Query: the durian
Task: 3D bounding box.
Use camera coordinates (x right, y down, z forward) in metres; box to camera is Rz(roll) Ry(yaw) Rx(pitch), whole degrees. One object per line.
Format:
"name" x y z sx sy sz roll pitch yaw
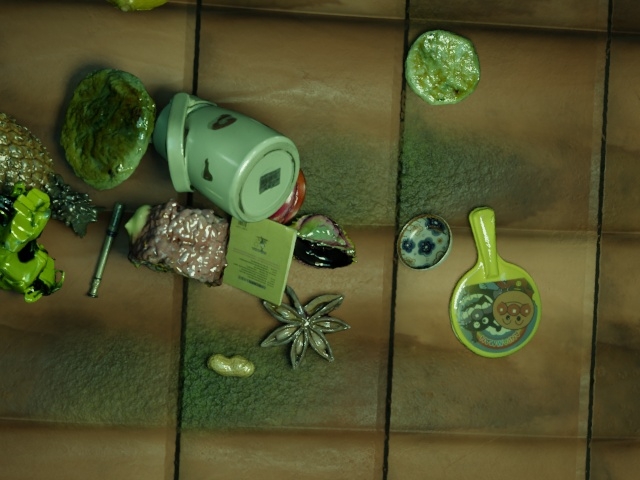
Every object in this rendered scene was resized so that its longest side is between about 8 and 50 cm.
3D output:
"durian" 0.001 -0.003 1.829 0.187 0.119 0.108 17 52 -6

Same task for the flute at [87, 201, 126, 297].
"flute" -0.504 0.022 1.822 0.027 0.027 0.232 17 90 -3

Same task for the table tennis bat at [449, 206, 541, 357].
"table tennis bat" 0.415 0.102 1.862 0.224 0.054 0.368 -8 94 -4

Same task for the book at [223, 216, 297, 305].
"book" -0.146 0.036 1.787 0.168 0.013 0.192 21 111 20

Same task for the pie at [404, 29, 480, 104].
"pie" 0.293 -0.412 1.857 0.187 0.041 0.186 0 90 -4

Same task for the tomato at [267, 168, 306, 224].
"tomato" -0.105 -0.117 1.813 0.189 0.099 0.173 30 104 32

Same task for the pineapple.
"pineapple" -0.661 -0.140 1.751 0.362 0.202 0.202 35 88 -21

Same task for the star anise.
"star anise" -0.039 0.211 1.826 0.212 0.073 0.196 10 86 0

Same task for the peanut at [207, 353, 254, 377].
"peanut" -0.212 0.296 1.829 0.113 0.054 0.053 8 90 -3

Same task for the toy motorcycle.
"toy motorcycle" -0.659 0.025 1.700 0.206 0.342 0.142 14 49 -18

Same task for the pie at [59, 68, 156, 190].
"pie" -0.484 -0.254 1.742 0.277 0.079 0.276 -6 78 30

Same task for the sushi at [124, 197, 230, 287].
"sushi" -0.316 -0.002 1.712 0.237 0.270 0.170 17 85 -16

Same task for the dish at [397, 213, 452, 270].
"dish" 0.262 0.015 1.845 0.141 0.078 0.141 -14 64 30

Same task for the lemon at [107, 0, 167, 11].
"lemon" -0.410 -0.650 1.709 0.258 0.258 0.310 7 84 -3

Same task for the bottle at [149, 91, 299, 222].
"bottle" -0.242 -0.201 1.710 0.352 0.229 0.229 33 88 27
